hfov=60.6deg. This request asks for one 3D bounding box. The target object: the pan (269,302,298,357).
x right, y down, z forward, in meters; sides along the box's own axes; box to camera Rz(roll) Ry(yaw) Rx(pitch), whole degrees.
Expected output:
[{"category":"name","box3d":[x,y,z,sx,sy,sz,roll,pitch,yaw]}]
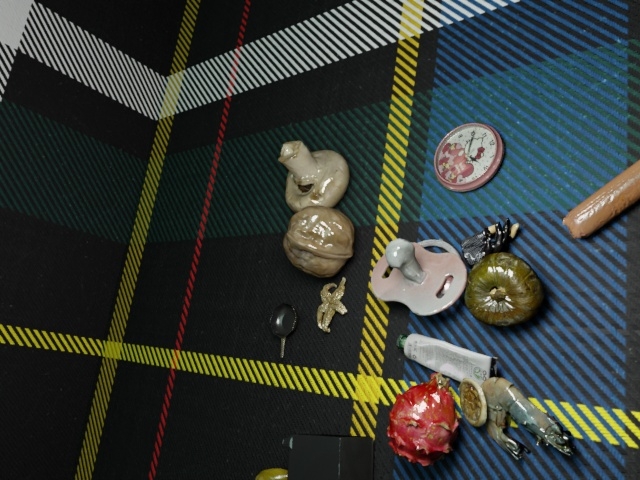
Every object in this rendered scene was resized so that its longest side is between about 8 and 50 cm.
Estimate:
[{"category":"pan","box3d":[-0.145,0.347,2.127,0.128,0.048,0.201,9,79,44]}]

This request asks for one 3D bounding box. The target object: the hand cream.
[{"category":"hand cream","box3d":[0.377,0.357,1.652,0.336,0.076,0.121,15,113,44]}]

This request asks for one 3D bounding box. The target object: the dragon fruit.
[{"category":"dragon fruit","box3d":[0.304,0.512,1.584,0.205,0.210,0.268,23,84,26]}]

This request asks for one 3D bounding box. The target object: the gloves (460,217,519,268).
[{"category":"gloves","box3d":[0.521,0.009,1.649,0.181,0.129,0.106,-25,82,21]}]

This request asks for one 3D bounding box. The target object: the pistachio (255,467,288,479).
[{"category":"pistachio","box3d":[-0.162,0.852,1.912,0.189,0.110,0.100,-15,33,37]}]

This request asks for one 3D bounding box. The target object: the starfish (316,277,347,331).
[{"category":"starfish","box3d":[0.040,0.229,2.012,0.150,0.053,0.209,32,94,38]}]

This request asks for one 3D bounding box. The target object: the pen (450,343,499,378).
[{"category":"pen","box3d":[0.466,0.379,1.605,0.239,0.028,0.028,36,98,43]}]

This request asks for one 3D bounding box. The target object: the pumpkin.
[{"category":"pumpkin","box3d":[0.513,0.140,1.538,0.219,0.162,0.218,5,100,30]}]

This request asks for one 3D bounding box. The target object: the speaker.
[{"category":"speaker","box3d":[0.022,0.741,1.745,0.254,0.184,0.232,-14,65,40]}]

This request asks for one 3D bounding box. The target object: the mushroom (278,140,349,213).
[{"category":"mushroom","box3d":[-0.051,-0.244,2.105,0.293,0.290,0.292,-21,54,32]}]

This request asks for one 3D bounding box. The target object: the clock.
[{"category":"clock","box3d":[0.487,-0.277,1.816,0.244,0.056,0.244,-18,60,36]}]

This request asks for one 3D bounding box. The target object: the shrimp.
[{"category":"shrimp","box3d":[0.528,0.501,1.462,0.289,0.075,0.178,38,121,34]}]

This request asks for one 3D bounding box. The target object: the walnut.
[{"category":"walnut","box3d":[-0.001,0.003,2.006,0.273,0.227,0.273,-2,77,7]}]

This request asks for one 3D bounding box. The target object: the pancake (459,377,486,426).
[{"category":"pancake","box3d":[0.433,0.460,1.553,0.139,0.022,0.139,176,90,-76]}]

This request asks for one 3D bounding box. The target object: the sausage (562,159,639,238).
[{"category":"sausage","box3d":[0.790,-0.114,1.473,0.289,0.086,0.086,-43,51,22]}]

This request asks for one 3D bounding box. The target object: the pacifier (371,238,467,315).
[{"category":"pacifier","box3d":[0.297,0.103,1.732,0.332,0.273,0.220,19,103,44]}]
